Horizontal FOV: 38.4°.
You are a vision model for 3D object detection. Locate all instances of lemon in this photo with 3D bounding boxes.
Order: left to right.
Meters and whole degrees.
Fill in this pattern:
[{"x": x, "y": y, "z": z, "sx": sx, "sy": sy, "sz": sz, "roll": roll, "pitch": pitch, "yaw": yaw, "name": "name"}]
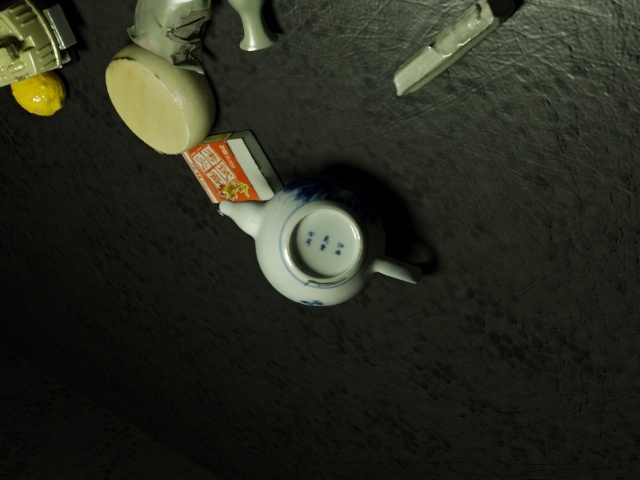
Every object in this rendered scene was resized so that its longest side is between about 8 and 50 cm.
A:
[{"x": -0.673, "y": -0.362, "z": 2.184, "sx": 0.155, "sy": 0.114, "sz": 0.114, "roll": 39, "pitch": 147, "yaw": 13, "name": "lemon"}]

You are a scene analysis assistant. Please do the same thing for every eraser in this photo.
[{"x": -0.194, "y": -0.155, "z": 1.986, "sx": 0.230, "sy": 0.038, "sz": 0.157, "roll": -1, "pitch": 127, "yaw": 47, "name": "eraser"}]

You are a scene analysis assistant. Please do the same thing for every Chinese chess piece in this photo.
[{"x": -0.331, "y": -0.299, "z": 1.914, "sx": 0.251, "sy": 0.097, "sz": 0.250, "roll": 28, "pitch": 144, "yaw": 23, "name": "Chinese chess piece"}]

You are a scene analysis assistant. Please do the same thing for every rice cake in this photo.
[{"x": 0.196, "y": -0.296, "z": 1.403, "sx": 0.052, "sy": 0.057, "sz": 0.256, "roll": 46, "pitch": 147, "yaw": -8, "name": "rice cake"}]

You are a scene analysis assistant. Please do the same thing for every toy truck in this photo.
[{"x": -0.729, "y": -0.411, "z": 2.000, "sx": 0.405, "sy": 0.254, "sz": 0.180, "roll": -5, "pitch": 116, "yaw": 31, "name": "toy truck"}]

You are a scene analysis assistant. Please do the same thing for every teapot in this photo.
[{"x": 0.000, "y": 0.000, "z": 1.803, "sx": 0.424, "sy": 0.252, "sz": 0.280, "roll": 19, "pitch": -178, "yaw": -4, "name": "teapot"}]

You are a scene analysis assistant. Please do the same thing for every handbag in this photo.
[{"x": -0.268, "y": -0.424, "z": 1.696, "sx": 0.183, "sy": 0.117, "sz": 0.270, "roll": 32, "pitch": 145, "yaw": 1, "name": "handbag"}]

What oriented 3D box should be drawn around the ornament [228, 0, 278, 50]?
[{"x": -0.123, "y": -0.412, "z": 1.596, "sx": 0.075, "sy": 0.081, "sz": 0.156, "roll": -7, "pitch": 134, "yaw": 9, "name": "ornament"}]
